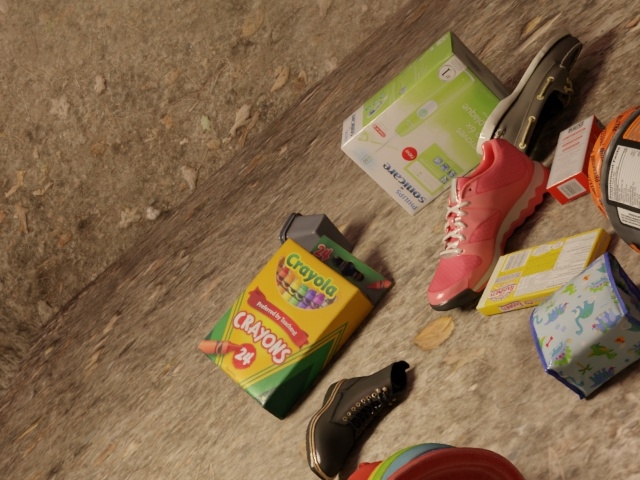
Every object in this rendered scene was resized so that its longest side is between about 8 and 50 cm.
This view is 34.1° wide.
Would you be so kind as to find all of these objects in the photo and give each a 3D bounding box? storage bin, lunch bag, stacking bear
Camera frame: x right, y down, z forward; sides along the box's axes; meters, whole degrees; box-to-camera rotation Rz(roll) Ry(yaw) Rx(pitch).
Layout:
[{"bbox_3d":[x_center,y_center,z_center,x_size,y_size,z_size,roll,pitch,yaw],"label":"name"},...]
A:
[{"bbox_3d":[0.000,0.000,2.137,0.091,0.135,0.098,-10,40,43],"label":"storage bin"},{"bbox_3d":[0.330,0.097,1.282,0.129,0.096,0.151,-41,30,21],"label":"lunch bag"},{"bbox_3d":[0.112,0.320,1.238,0.164,0.175,0.289,-29,1,-22],"label":"stacking bear"}]

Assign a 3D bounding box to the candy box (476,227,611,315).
[{"bbox_3d":[0.318,0.048,1.504,0.206,0.027,0.105,-20,36,54],"label":"candy box"}]

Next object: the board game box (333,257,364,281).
[{"bbox_3d":[-0.010,0.108,2.038,0.194,0.060,0.194,-50,19,-5],"label":"board game box"}]

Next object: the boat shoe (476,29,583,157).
[{"bbox_3d":[0.387,-0.247,1.833,0.305,0.091,0.109,-51,-23,-23],"label":"boat shoe"}]

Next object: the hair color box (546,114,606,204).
[{"bbox_3d":[0.404,-0.127,1.635,0.072,0.043,0.141,-29,28,43],"label":"hair color box"}]

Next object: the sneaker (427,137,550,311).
[{"bbox_3d":[0.238,-0.031,1.663,0.314,0.136,0.116,-56,20,-21],"label":"sneaker"}]

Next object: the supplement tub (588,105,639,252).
[{"bbox_3d":[0.450,-0.056,1.152,0.207,0.207,0.338,-48,19,0],"label":"supplement tub"}]

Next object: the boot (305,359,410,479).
[{"bbox_3d":[0.059,0.264,1.580,0.137,0.077,0.198,-29,28,32],"label":"boot"}]

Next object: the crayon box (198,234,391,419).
[{"bbox_3d":[-0.048,0.137,1.895,0.202,0.081,0.318,35,82,38],"label":"crayon box"}]

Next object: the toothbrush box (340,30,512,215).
[{"bbox_3d":[0.210,-0.219,1.981,0.283,0.206,0.122,-38,22,25],"label":"toothbrush box"}]
